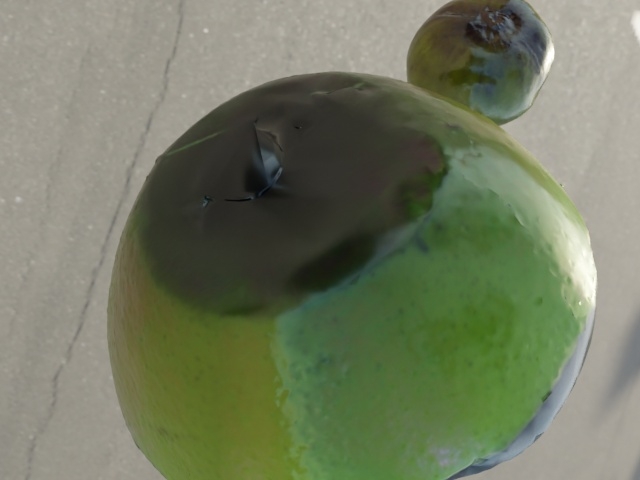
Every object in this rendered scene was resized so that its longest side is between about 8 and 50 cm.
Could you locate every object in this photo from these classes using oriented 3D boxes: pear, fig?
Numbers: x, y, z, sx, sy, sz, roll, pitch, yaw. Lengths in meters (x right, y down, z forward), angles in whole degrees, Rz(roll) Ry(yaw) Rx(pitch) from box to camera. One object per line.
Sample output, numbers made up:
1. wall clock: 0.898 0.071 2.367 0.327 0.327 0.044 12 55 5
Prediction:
1. pear: -0.004 -0.001 0.747 0.399 0.399 0.165 -53 138 -32
2. fig: 0.159 -0.181 1.041 0.121 0.153 0.135 43 33 -55
